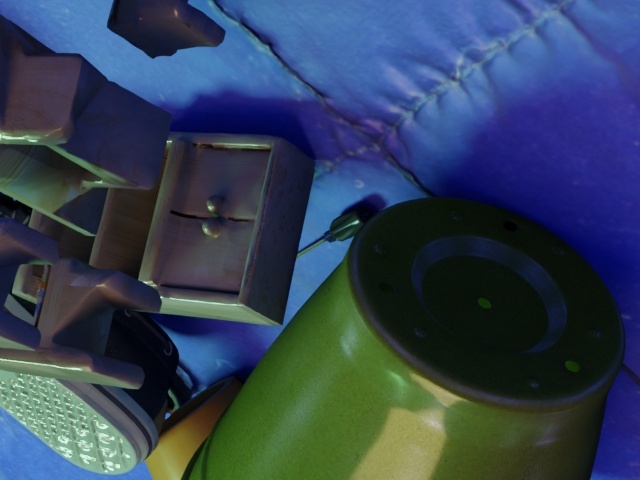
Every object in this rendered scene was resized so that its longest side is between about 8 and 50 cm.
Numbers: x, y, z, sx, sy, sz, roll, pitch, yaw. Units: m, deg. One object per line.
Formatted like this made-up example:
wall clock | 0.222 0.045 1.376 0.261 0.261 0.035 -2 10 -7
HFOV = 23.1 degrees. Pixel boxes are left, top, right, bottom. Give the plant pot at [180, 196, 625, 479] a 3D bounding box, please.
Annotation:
plant pot | 0.087 0.165 1.356 0.366 0.366 0.353 26 131 6

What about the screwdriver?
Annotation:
screwdriver | 0.000 0.000 1.473 0.024 0.025 0.170 41 150 -13

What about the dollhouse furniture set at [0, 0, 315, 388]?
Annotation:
dollhouse furniture set | -0.216 -0.066 1.283 0.256 0.362 0.394 4 164 29

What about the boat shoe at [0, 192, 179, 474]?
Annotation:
boat shoe | -0.331 0.026 1.569 0.500 0.156 0.187 45 140 -19

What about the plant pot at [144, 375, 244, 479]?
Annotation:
plant pot | -0.091 0.257 1.687 0.188 0.205 0.205 55 139 -5

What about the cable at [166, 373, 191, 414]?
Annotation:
cable | -0.235 0.121 1.717 0.139 0.072 0.287 3 134 25
